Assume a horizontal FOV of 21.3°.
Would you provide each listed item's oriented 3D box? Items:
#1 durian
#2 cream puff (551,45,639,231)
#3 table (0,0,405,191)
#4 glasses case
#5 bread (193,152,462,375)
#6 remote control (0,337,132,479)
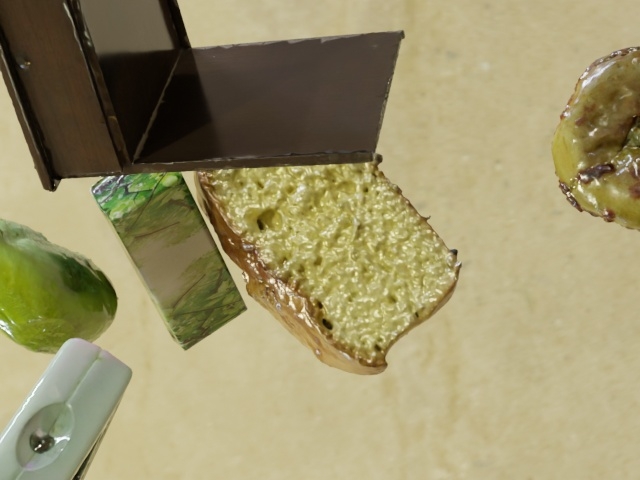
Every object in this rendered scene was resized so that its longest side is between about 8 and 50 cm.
[{"bbox_3d":[-0.287,0.048,1.788,0.101,0.250,0.139,-30,56,24],"label":"durian"},{"bbox_3d":[0.247,-0.071,1.294,0.149,0.084,0.149,-5,72,15],"label":"cream puff"},{"bbox_3d":[-0.100,-0.200,1.359,0.282,0.196,0.250,-2,128,15],"label":"table"},{"bbox_3d":[-0.166,0.013,1.896,0.095,0.272,0.062,-33,54,-9],"label":"glasses case"},{"bbox_3d":[0.000,0.000,1.898,0.194,0.179,0.340,-38,75,-10],"label":"bread"},{"bbox_3d":[-0.196,0.200,1.001,0.050,0.145,0.344,29,139,0],"label":"remote control"}]
